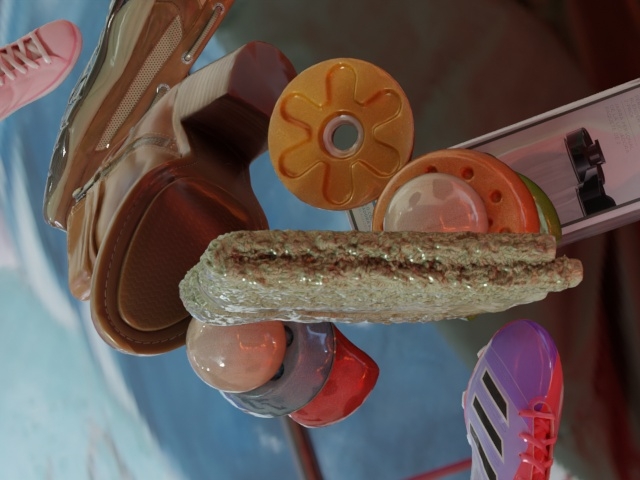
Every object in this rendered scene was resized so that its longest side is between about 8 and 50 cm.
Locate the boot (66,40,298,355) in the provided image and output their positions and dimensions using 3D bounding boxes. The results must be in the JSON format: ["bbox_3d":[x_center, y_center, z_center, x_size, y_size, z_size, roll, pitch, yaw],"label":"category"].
[{"bbox_3d":[-0.134,-0.004,1.144,0.109,0.283,0.220,34,139,-23],"label":"boot"}]

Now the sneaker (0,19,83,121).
[{"bbox_3d":[-0.269,-0.146,1.375,0.134,0.051,0.070,-36,161,9],"label":"sneaker"}]

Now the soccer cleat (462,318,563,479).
[{"bbox_3d":[0.147,0.186,1.210,0.083,0.248,0.095,8,-172,-24],"label":"soccer cleat"}]

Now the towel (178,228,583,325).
[{"bbox_3d":[0.021,0.016,0.645,0.148,0.027,0.110,1,169,-11],"label":"towel"}]

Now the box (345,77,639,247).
[{"bbox_3d":[0.179,-0.044,1.186,0.290,0.087,0.169,-20,174,16],"label":"box"}]

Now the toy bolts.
[{"bbox_3d":[0.000,0.000,0.986,0.228,0.218,0.158,-46,162,10],"label":"toy bolts"}]

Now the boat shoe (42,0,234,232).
[{"bbox_3d":[-0.171,-0.137,1.522,0.120,0.122,0.324,21,120,-13],"label":"boat shoe"}]
